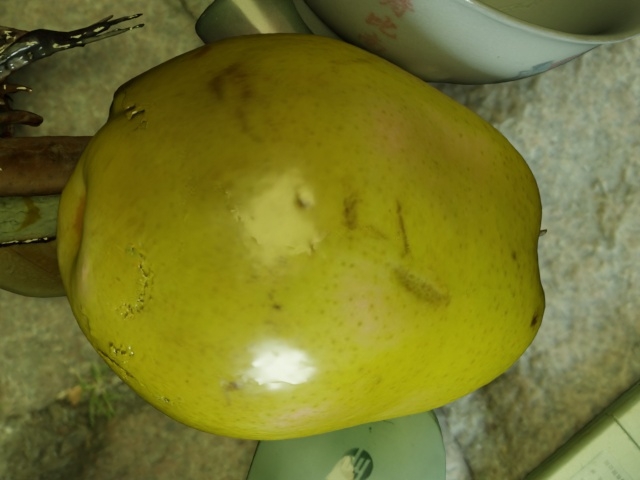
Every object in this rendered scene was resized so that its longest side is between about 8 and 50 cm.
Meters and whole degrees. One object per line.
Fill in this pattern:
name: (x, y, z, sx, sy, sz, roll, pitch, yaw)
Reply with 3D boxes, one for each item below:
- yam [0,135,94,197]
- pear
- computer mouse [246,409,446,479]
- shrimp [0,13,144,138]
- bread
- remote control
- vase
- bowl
yam: (-0.229, -0.053, 0.835, 0.263, 0.046, 0.046, -7, 87, -27)
pear: (-0.010, 0.005, 0.796, 0.336, 0.285, 0.285, 23, 85, -37)
computer mouse: (0.010, 0.245, 0.882, 0.159, 0.097, 0.289, 13, 86, -4)
shrimp: (-0.287, -0.101, 0.875, 0.343, 0.116, 0.145, -20, 89, 3)
bread: (-0.206, 0.001, 0.887, 0.157, 0.094, 0.083, -10, 43, -11)
remote control: (0.219, 0.210, 0.922, 0.233, 0.038, 0.098, -40, 89, -3)
vase: (-0.001, -0.114, 0.910, 0.086, 0.086, 0.214, -40, 94, -4)
bowl: (0.073, -0.220, 0.851, 0.345, 0.345, 0.157, 37, 130, -1)
